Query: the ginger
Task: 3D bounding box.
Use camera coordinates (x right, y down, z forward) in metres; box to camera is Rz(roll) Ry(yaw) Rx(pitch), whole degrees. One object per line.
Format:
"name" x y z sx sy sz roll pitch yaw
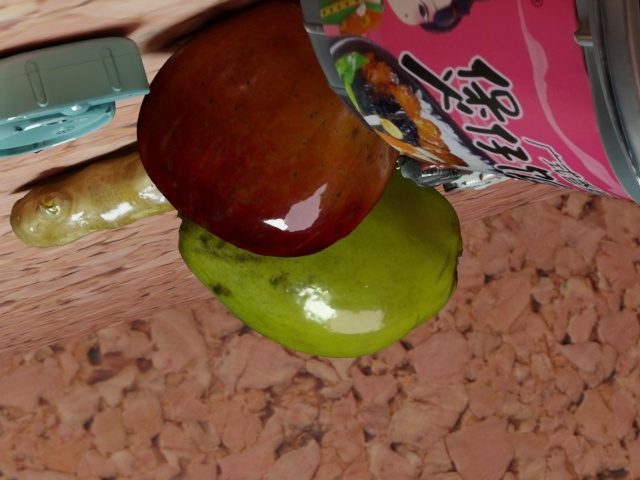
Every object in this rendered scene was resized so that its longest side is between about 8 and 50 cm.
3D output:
"ginger" -0.120 -0.054 1.638 0.299 0.065 0.118 -19 170 7

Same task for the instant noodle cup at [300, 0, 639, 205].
"instant noodle cup" 0.107 -0.120 0.787 0.182 0.302 0.258 6 -178 38

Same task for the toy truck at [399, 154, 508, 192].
"toy truck" 0.142 -0.110 1.735 0.135 0.114 0.270 -15 174 16

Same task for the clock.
"clock" -0.177 -0.083 1.222 0.108 0.045 0.147 -14 174 -29

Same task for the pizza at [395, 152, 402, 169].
"pizza" 0.094 -0.133 1.420 0.147 0.069 0.226 -42 179 -15

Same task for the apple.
"apple" -0.027 -0.076 1.258 0.158 0.156 0.147 -53 160 24

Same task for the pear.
"pear" 0.000 0.000 1.821 0.269 0.212 0.212 8 172 -6
